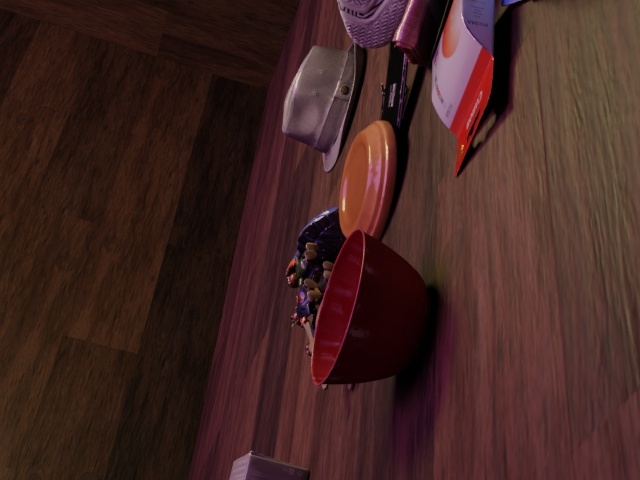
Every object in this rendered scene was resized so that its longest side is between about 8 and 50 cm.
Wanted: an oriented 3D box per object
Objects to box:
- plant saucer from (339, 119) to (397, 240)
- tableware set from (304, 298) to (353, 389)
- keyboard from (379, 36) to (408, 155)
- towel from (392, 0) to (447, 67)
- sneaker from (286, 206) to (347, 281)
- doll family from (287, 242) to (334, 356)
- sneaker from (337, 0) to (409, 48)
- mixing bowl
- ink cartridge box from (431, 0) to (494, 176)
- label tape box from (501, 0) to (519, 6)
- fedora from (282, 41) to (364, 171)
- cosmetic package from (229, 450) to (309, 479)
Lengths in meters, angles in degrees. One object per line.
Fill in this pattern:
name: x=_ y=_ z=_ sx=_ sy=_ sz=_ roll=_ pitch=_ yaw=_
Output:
plant saucer: x=0.066 y=-0.082 z=1.463 sx=0.200 sy=0.037 sz=0.200 roll=-171 pitch=90 yaw=-77
tableware set: x=0.036 y=0.123 z=1.385 sx=0.128 sy=0.039 sz=0.194 roll=-59 pitch=19 yaw=16
keyboard: x=0.120 y=-0.215 z=1.476 sx=0.100 sy=0.038 sz=0.192 roll=-168 pitch=85 yaw=-74
towel: x=0.163 y=-0.399 z=1.290 sx=0.237 sy=0.037 sz=0.329 roll=-18 pitch=-55 yaw=-80
sneaker: x=0.000 y=0.000 z=1.675 sx=0.221 sy=0.083 sz=0.087 roll=-53 pitch=12 yaw=54
doll family: x=-0.013 y=0.103 z=1.592 sx=0.193 sy=0.076 sz=0.111 roll=-88 pitch=21 yaw=-44
sneaker: x=0.119 y=-0.528 z=1.704 sx=0.210 sy=0.137 sz=0.366 roll=-53 pitch=-32 yaw=-63
mixing bowl: x=0.062 y=0.085 z=1.103 sx=0.181 sy=0.098 sz=0.181 roll=-164 pitch=90 yaw=-80
ink cartridge box: x=0.157 y=-0.185 z=1.115 sx=0.145 sy=0.045 sz=0.179 roll=105 pitch=176 yaw=-56
label tape box: x=0.220 y=-0.376 z=0.920 sx=0.347 sy=0.115 sz=0.249 roll=-152 pitch=79 yaw=-79
fedora: x=-0.005 y=-0.290 z=2.028 sx=0.244 sy=0.124 sz=0.276 roll=-138 pitch=64 yaw=-80
cosmetic package: x=-0.099 y=0.443 z=1.435 sx=0.127 sy=0.107 sz=0.238 roll=132 pitch=155 yaw=-63
